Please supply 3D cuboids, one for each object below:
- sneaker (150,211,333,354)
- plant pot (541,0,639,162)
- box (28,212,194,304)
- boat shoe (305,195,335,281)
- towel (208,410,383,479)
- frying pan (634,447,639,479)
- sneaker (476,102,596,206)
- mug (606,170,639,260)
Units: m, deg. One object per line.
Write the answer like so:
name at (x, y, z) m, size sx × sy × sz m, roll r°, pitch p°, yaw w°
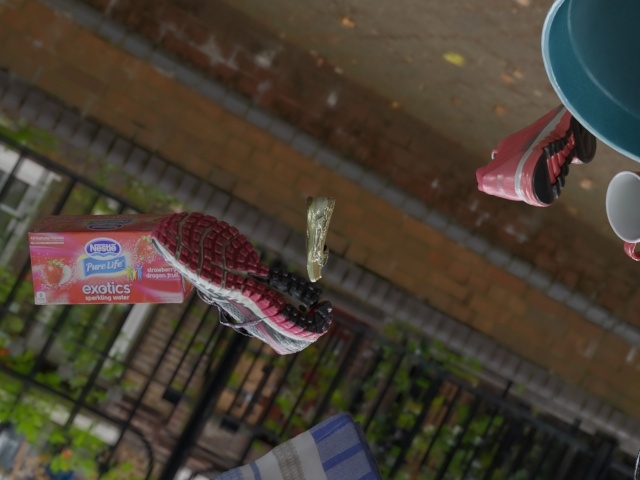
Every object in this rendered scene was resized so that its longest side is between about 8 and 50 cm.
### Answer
sneaker at (-0.131, 0.074, 1.843) m, size 0.299 × 0.121 × 0.112 m, roll 37°, pitch 133°, yaw -11°
plant pot at (0.391, -0.245, 1.211) m, size 0.271 × 0.255 × 0.272 m, roll 24°, pitch 151°, yaw 14°
box at (-0.343, 0.029, 2.057) m, size 0.256 × 0.128 × 0.122 m, roll 0°, pitch -166°, yaw 7°
boat shoe at (0.000, -0.001, 2.053) m, size 0.048 × 0.153 × 0.056 m, roll -1°, pitch -158°, yaw -2°
towel at (-0.065, 0.304, 1.341) m, size 0.034 × 0.285 × 0.209 m, roll 63°, pitch -179°, yaw -28°
frying pan at (0.479, 0.403, 1.844) m, size 0.053 × 0.326 × 0.197 m, roll 15°, pitch -160°, yaw 16°
sneaker at (0.355, -0.159, 2.029) m, size 0.136 × 0.116 × 0.314 m, roll 3°, pitch -153°, yaw 33°
mug at (0.544, -0.054, 1.946) m, size 0.169 × 0.113 × 0.150 m, roll -9°, pitch 152°, yaw -23°
